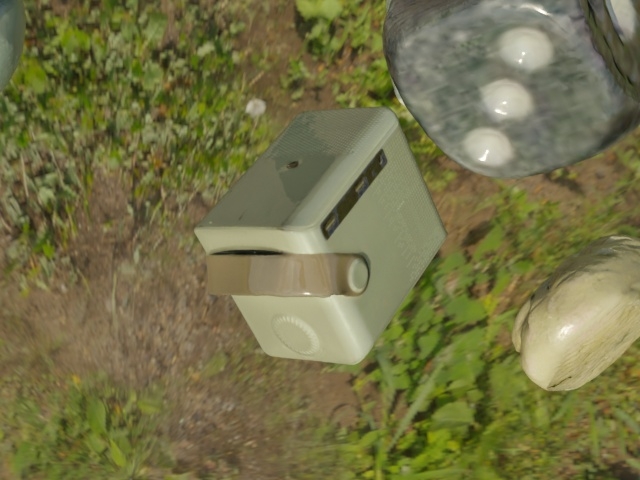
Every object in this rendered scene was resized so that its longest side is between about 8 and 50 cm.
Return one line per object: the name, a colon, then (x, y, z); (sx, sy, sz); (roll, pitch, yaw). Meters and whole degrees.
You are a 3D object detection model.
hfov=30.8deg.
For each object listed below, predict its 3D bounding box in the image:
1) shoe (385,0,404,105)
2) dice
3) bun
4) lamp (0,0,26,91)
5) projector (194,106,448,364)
shoe: (0.167, -0.247, 1.759); (0.132, 0.363, 0.160); (-4, 65, 10)
dice: (0.175, -0.174, 0.989); (0.182, 0.183, 0.181); (52, 41, -27)
bun: (0.317, 0.080, 1.394); (0.210, 0.237, 0.116); (-46, 65, 8)
lamp: (-0.424, -0.235, 1.418); (0.108, 0.246, 0.179); (21, 107, -6)
projector: (0.000, 0.000, 1.178); (0.242, 0.163, 0.177); (-52, 127, -38)
